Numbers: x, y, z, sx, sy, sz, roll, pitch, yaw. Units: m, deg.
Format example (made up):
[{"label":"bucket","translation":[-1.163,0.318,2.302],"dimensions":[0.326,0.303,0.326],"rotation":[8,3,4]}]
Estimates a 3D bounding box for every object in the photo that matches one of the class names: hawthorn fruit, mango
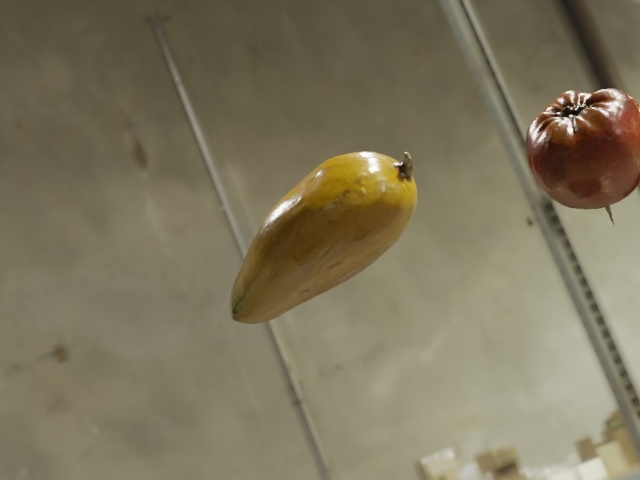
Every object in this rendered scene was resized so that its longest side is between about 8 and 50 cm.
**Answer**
[{"label":"hawthorn fruit","translation":[0.268,-0.084,1.454],"dimensions":[0.125,0.140,0.125],"rotation":[-17,-5,-1]},{"label":"mango","translation":[0.000,0.000,1.720],"dimensions":[0.176,0.119,0.317],"rotation":[-18,-23,-52]}]
